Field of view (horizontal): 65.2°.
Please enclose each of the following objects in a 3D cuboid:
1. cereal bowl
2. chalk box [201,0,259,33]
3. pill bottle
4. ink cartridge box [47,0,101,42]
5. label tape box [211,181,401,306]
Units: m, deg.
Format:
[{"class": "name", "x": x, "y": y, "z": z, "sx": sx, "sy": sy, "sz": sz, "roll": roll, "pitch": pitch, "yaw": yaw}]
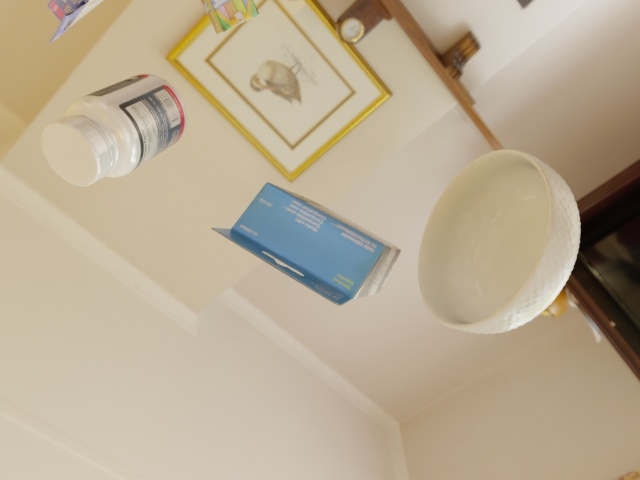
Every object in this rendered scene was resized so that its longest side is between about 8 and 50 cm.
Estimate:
[{"class": "cereal bowl", "x": 0.333, "y": 0.013, "z": 0.919, "sx": 0.141, "sy": 0.339, "sz": 0.339, "roll": 18, "pitch": -147, "yaw": -21}, {"class": "chalk box", "x": -0.309, "y": -0.781, "z": 1.570, "sx": 0.213, "sy": 0.132, "sz": 0.132, "roll": 63, "pitch": 170, "yaw": -25}, {"class": "pill bottle", "x": -0.267, "y": -0.145, "z": 0.658, "sx": 0.108, "sy": 0.108, "sz": 0.180, "roll": 48, "pitch": -144, "yaw": -11}, {"class": "ink cartridge box", "x": -0.418, "y": -0.520, "z": 0.976, "sx": 0.186, "sy": 0.311, "sz": 0.065, "roll": 8, "pitch": 147, "yaw": 53}, {"class": "label tape box", "x": 0.000, "y": 0.000, "z": 0.886, "sx": 0.241, "sy": 0.105, "sz": 0.334, "roll": 29, "pitch": -174, "yaw": 15}]
